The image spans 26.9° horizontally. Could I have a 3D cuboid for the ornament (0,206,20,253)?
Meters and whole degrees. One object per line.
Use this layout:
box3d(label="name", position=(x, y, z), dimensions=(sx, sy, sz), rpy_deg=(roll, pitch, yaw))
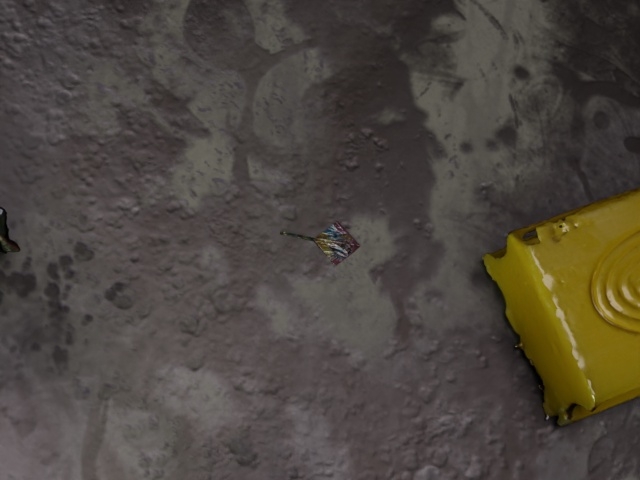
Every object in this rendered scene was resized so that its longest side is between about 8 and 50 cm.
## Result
box3d(label="ornament", position=(-0.370, 0.050, 1.159), dimensions=(0.166, 0.153, 0.196), rpy_deg=(21, 76, -6))

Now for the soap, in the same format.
box3d(label="soap", position=(0.346, 0.041, 1.366), dimensions=(0.324, 0.096, 0.204), rpy_deg=(-19, 77, -20))

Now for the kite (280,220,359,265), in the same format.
box3d(label="kite", position=(0.002, -0.005, 1.344), dimensions=(0.078, 0.002, 0.044), rpy_deg=(30, 66, -3))
